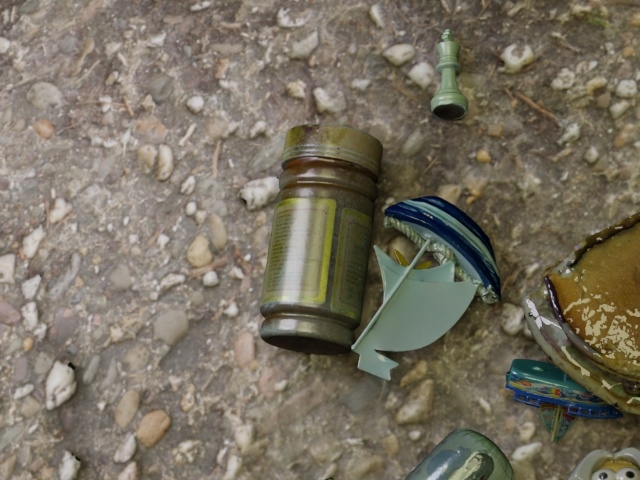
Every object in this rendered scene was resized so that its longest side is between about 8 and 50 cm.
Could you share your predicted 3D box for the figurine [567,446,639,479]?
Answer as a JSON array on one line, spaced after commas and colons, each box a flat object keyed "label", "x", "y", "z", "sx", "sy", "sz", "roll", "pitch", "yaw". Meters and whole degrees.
[{"label": "figurine", "x": 0.399, "y": 0.399, "z": 1.809, "sx": 0.176, "sy": 0.133, "sz": 0.236, "roll": -3, "pitch": 50, "yaw": 12}]

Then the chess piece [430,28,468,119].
[{"label": "chess piece", "x": 0.200, "y": -0.267, "z": 2.099, "sx": 0.059, "sy": 0.059, "sz": 0.149, "roll": -3, "pitch": 69, "yaw": 7}]

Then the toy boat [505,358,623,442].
[{"label": "toy boat", "x": 0.347, "y": 0.241, "z": 1.924, "sx": 0.175, "sy": 0.091, "sz": 0.110, "roll": 13, "pitch": 109, "yaw": 8}]

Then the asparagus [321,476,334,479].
[{"label": "asparagus", "x": -0.033, "y": 0.373, "z": 1.959, "sx": 0.114, "sy": 0.015, "sz": 0.014, "roll": -22, "pitch": 106, "yaw": 3}]

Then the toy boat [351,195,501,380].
[{"label": "toy boat", "x": 0.143, "y": 0.077, "z": 1.955, "sx": 0.220, "sy": 0.067, "sz": 0.291, "roll": 37, "pitch": 63, "yaw": -4}]

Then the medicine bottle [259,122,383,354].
[{"label": "medicine bottle", "x": 0.000, "y": 0.000, "z": 1.993, "sx": 0.151, "sy": 0.151, "sz": 0.322, "roll": 6, "pitch": 74, "yaw": 9}]

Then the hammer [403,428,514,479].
[{"label": "hammer", "x": 0.252, "y": 0.437, "z": 1.861, "sx": 0.206, "sy": 0.119, "sz": 0.335, "roll": -44, "pitch": 80, "yaw": -6}]

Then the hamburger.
[{"label": "hamburger", "x": 0.464, "y": 0.098, "z": 1.854, "sx": 0.318, "sy": 0.195, "sz": 0.276, "roll": -21, "pitch": 67, "yaw": -14}]
